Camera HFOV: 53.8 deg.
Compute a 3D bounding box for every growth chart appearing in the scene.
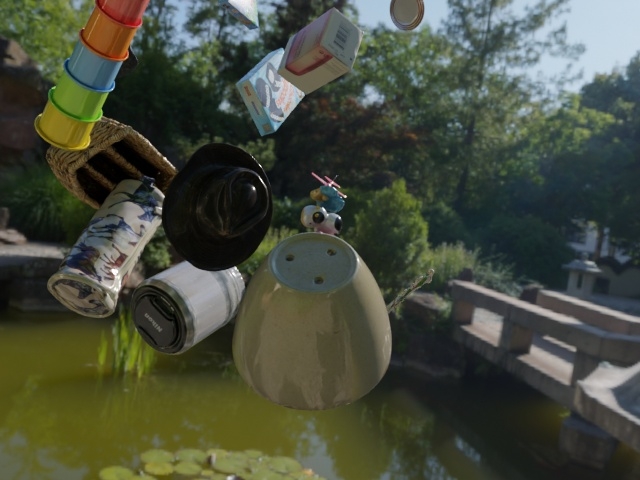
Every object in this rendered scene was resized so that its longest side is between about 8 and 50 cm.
[{"bbox_3d":[0.208,0.158,1.650,0.021,0.237,0.172,50,6,14],"label":"growth chart"}]

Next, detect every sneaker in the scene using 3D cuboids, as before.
[{"bbox_3d":[-0.588,-0.575,1.741,0.112,0.131,0.319,-34,-4,-19],"label":"sneaker"}]

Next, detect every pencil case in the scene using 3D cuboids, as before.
[{"bbox_3d":[-0.514,0.013,1.585,0.183,0.160,0.410,-5,40,18],"label":"pencil case"}]

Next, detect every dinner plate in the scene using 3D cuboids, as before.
[{"bbox_3d":[0.292,-0.785,2.143,0.141,0.141,0.017,6,11,-29],"label":"dinner plate"}]

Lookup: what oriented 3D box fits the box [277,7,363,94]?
[{"bbox_3d":[-0.004,-0.565,1.898,0.127,0.149,0.232,30,-25,-30],"label":"box"}]

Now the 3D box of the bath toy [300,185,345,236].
[{"bbox_3d":[0.000,0.000,2.073,0.151,0.348,0.129,14,-22,-15],"label":"bath toy"}]

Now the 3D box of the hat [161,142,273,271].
[{"bbox_3d":[-0.215,-0.079,1.553,0.331,0.331,0.134,5,-1,-41],"label":"hat"}]

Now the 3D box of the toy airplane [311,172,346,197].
[{"bbox_3d":[0.031,-0.201,2.264,0.151,0.028,0.151,25,31,-17],"label":"toy airplane"}]

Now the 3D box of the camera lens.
[{"bbox_3d":[-0.369,0.173,1.758,0.219,0.219,0.274,10,23,29],"label":"camera lens"}]

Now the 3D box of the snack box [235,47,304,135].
[{"bbox_3d":[-0.161,-0.503,2.113,0.060,0.187,0.322,-13,28,27],"label":"snack box"}]

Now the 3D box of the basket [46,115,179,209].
[{"bbox_3d":[-0.562,-0.181,1.726,0.223,0.213,0.299,23,-15,27],"label":"basket"}]

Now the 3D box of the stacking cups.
[{"bbox_3d":[-0.366,-0.293,1.012,0.096,0.316,0.096,26,33,-18],"label":"stacking cups"}]

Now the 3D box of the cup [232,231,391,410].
[{"bbox_3d":[-0.016,0.126,1.234,0.331,0.237,0.331,0,42,0],"label":"cup"}]

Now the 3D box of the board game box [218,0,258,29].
[{"bbox_3d":[-0.262,-0.789,2.009,0.039,0.160,0.211,-6,-5,21],"label":"board game box"}]
